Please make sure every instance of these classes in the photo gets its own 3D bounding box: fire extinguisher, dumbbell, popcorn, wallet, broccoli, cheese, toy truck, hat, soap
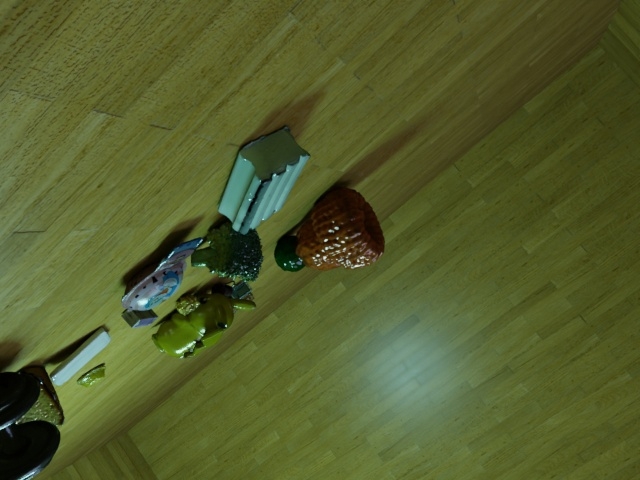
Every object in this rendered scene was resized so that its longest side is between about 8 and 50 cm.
[{"bbox_3d":[-0.344,0.176,2.090,0.078,0.045,0.157,-48,170,2],"label":"fire extinguisher"},{"bbox_3d":[-0.696,0.415,1.278,0.192,0.290,0.192,-8,-156,3],"label":"dumbbell"},{"bbox_3d":[-0.427,0.205,1.867,0.083,0.057,0.082,-34,172,-40],"label":"popcorn"},{"bbox_3d":[-0.648,0.313,1.565,0.183,0.032,0.124,-44,173,-22],"label":"wallet"},{"bbox_3d":[-0.244,0.039,1.488,0.194,0.194,0.220,-40,-166,14],"label":"broccoli"},{"bbox_3d":[-0.380,0.085,1.388,0.286,0.074,0.189,-44,171,31],"label":"cheese"},{"bbox_3d":[-0.349,0.238,2.268,0.177,0.080,0.115,-36,166,-18],"label":"toy truck"},{"bbox_3d":[0.000,0.000,1.992,0.400,0.285,0.285,-25,174,15],"label":"hat"},{"bbox_3d":[-0.128,-0.128,1.263,0.150,0.094,0.261,-38,172,-32],"label":"soap"}]

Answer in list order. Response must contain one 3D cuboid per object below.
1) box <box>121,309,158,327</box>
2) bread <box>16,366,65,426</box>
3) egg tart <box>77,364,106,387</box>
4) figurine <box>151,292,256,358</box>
[{"bbox_3d":[-0.504,0.213,1.619,0.036,0.050,0.117,-46,169,5],"label":"box"},{"bbox_3d":[-0.735,0.404,1.445,0.140,0.169,0.160,-33,155,-17],"label":"bread"},{"bbox_3d":[-0.752,0.455,1.917,0.105,0.039,0.105,-35,172,-5],"label":"egg tart"},{"bbox_3d":[-0.405,0.283,1.956,0.326,0.169,0.218,-37,-179,14],"label":"figurine"}]
